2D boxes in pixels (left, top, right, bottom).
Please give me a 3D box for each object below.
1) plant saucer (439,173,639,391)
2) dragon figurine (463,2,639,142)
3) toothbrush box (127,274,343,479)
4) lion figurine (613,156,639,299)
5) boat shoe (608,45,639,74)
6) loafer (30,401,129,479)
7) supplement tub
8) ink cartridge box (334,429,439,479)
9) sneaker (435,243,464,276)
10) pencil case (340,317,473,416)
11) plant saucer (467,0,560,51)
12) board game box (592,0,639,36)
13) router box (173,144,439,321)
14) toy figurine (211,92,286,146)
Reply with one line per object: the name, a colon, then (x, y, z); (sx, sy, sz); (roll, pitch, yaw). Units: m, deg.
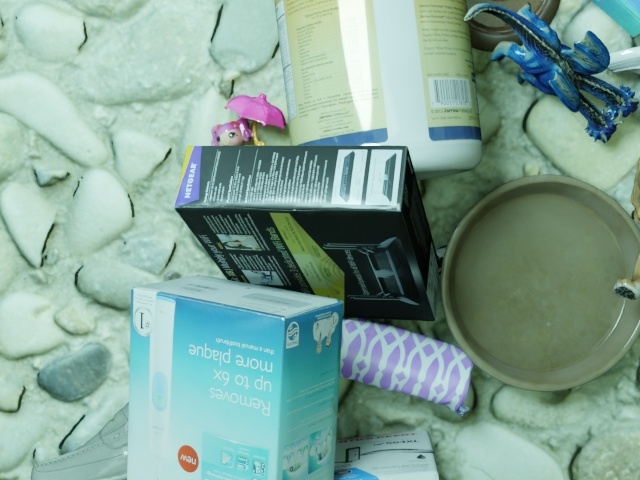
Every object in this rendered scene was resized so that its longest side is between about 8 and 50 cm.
plant saucer: (0.288, 0.054, 1.258); (0.278, 0.041, 0.278); (0, 90, -5)
dragon figurine: (0.288, -0.211, 1.170); (0.144, 0.289, 0.085); (38, 94, 37)
toothbrush box: (-0.101, 0.203, 1.107); (0.216, 0.126, 0.295); (9, 101, 32)
lion figurine: (0.519, 0.029, 1.222); (0.392, 0.142, 0.240); (44, 63, -16)
boat shoe: (0.451, -0.218, 1.236); (0.184, 0.066, 0.063); (-4, 94, -7)
loafer: (-0.233, 0.258, 1.287); (0.319, 0.112, 0.111); (-17, 78, 4)
supplement tub: (0.065, -0.228, 1.157); (0.228, 0.228, 0.316); (-6, 90, 3)
ink cartridge box: (0.073, 0.308, 1.225); (0.148, 0.203, 0.086); (-7, 93, 2)
sneaker: (0.141, 0.038, 1.277); (0.109, 0.044, 0.040); (-26, 92, 3)
pencil case: (0.100, 0.159, 1.273); (0.206, 0.088, 0.086); (19, 59, 0)
plant saucer: (0.227, -0.327, 1.247); (0.168, 0.029, 0.168); (0, 96, 1)
board game box: (0.368, -0.384, 1.214); (0.210, 0.047, 0.160); (41, 84, -1)
router box: (0.000, 0.000, 1.129); (0.243, 0.309, 0.081); (1, 65, 14)
toy figurine: (-0.095, -0.106, 1.256); (0.173, 0.130, 0.159); (-15, 80, 28)
